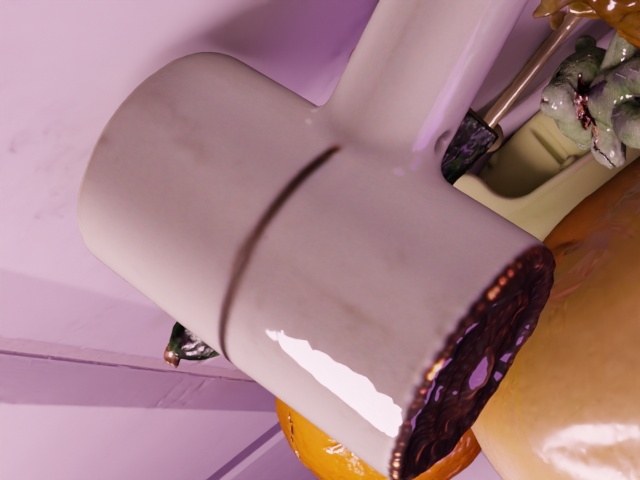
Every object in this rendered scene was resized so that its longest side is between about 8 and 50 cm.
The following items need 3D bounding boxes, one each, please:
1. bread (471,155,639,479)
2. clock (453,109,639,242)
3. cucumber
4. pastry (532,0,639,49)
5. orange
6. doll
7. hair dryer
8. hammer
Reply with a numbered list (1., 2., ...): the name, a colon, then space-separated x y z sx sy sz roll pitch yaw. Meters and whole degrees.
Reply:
1. bread: 0.292 0.069 0.739 0.376 0.253 0.348 -42 -156 14
2. clock: 0.262 -0.057 0.986 0.348 0.117 0.286 -36 162 -7
3. cucumber: 0.000 0.000 0.721 0.293 0.067 0.067 -40 162 11
4. pastry: 0.286 -0.208 0.614 0.235 0.132 0.240 -17 148 -43
5. orange: 0.066 0.151 0.981 0.219 0.219 0.193 121 -7 -49
6. doll: 0.218 -0.112 0.753 0.078 0.115 0.150 1 -171 -13
7. hair dryer: 0.049 -0.094 0.440 0.128 0.203 0.362 1 120 -62
8. hammer: 0.161 -0.139 0.752 0.060 0.028 0.195 -10 145 -45
